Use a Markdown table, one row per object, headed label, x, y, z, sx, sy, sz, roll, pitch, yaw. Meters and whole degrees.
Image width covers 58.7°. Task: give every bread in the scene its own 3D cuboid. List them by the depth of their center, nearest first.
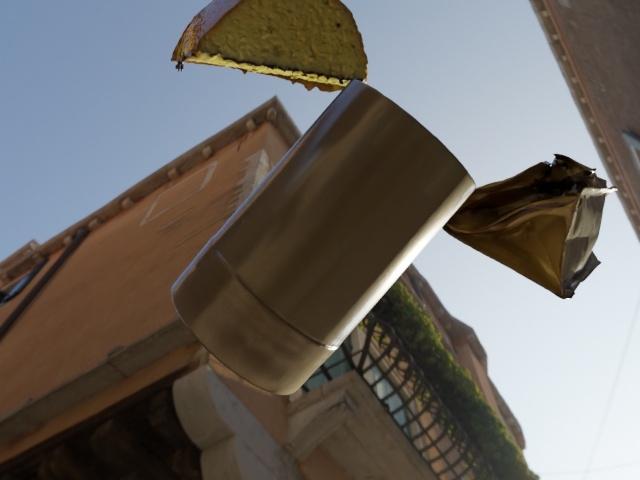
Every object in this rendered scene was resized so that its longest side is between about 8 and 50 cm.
| label | x | y | z | sx | sy | sz | roll | pitch | yaw |
| --- | --- | --- | --- | --- | --- | --- | --- | --- | --- |
| bread | -0.051 | -0.268 | 0.723 | 0.260 | 0.129 | 0.134 | 1 | -80 | -21 |

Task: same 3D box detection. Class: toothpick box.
| label | x | y | z | sx | sy | sz | roll | pitch | yaw |
| --- | --- | --- | --- | --- | --- | --- | --- | --- | --- |
| toothpick box | 0.000 | 0.000 | 0.372 | 0.111 | 0.111 | 0.180 | 39 | -84 | -18 |

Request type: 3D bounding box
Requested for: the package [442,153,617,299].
| label | x | y | z | sx | sy | sz | roll | pitch | yaw |
| --- | --- | --- | --- | --- | --- | --- | --- | --- | --- |
| package | 0.349 | -0.058 | 0.878 | 0.221 | 0.311 | 0.165 | 34 | -68 | 26 |
